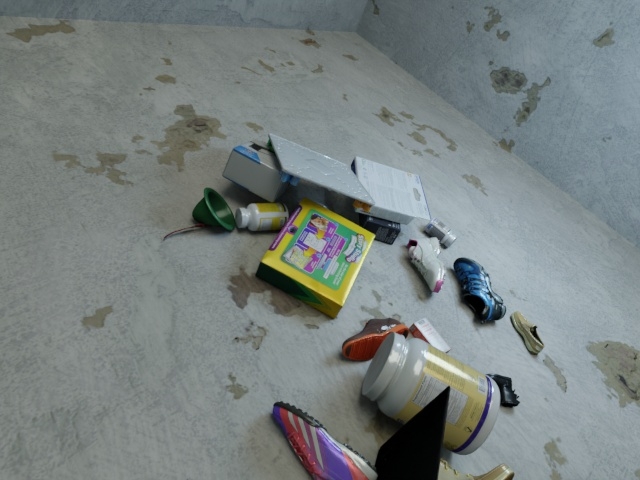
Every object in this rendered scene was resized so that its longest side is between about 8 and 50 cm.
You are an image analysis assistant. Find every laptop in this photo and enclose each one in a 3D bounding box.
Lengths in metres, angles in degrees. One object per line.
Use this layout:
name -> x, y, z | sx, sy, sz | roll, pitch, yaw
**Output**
laptop -> 0.246, 0.616, 0.953 | 0.236, 0.382, 0.408 | -14, 55, -37

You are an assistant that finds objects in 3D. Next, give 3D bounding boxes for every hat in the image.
hat -> -0.438, -0.076, 1.599 | 0.208, 0.183, 0.173 | 41, 22, -59

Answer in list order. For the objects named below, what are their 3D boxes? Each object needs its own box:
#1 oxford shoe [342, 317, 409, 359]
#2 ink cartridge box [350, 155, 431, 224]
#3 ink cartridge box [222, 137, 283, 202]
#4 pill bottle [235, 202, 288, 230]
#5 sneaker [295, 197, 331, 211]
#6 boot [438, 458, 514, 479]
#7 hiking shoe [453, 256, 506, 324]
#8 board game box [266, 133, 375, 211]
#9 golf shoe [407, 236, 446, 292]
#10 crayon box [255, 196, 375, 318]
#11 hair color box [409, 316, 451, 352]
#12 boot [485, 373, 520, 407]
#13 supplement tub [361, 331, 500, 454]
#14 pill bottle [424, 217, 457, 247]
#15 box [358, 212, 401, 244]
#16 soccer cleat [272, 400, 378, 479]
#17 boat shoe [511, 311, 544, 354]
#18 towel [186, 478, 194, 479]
oxford shoe -> 0.165, 0.318, 1.465 | 0.271, 0.097, 0.098 | -5, 30, -37
ink cartridge box -> 0.299, -0.211, 1.944 | 0.329, 0.071, 0.324 | 15, 42, -14
ink cartridge box -> -0.222, -0.292, 1.788 | 0.223, 0.129, 0.307 | 27, 23, 1
pill bottle -> -0.219, -0.088, 1.663 | 0.184, 0.103, 0.103 | -4, 49, -31
sneaker -> 0.017, -0.102, 1.820 | 0.235, 0.090, 0.095 | 32, 32, 5
boot -> 0.335, 0.592, 1.144 | 0.095, 0.262, 0.203 | 47, 8, -41
hiking shoe -> 0.623, 0.190, 1.800 | 0.132, 0.113, 0.304 | -4, 49, -31
board game box -> -0.011, -0.270, 1.751 | 0.389, 0.050, 0.390 | 17, 25, -25
golf shoe -> 0.427, 0.095, 1.817 | 0.140, 0.115, 0.306 | 10, 36, -3
crayon box -> -0.007, 0.051, 1.596 | 0.313, 0.106, 0.363 | 29, 50, 1
hair color box -> 0.385, 0.347, 1.567 | 0.071, 0.043, 0.141 | -14, 56, -37
boot -> 0.616, 0.513, 1.516 | 0.121, 0.045, 0.099 | 13, 48, -12
supplement tub -> 0.312, 0.434, 1.288 | 0.331, 0.241, 0.241 | 28, 41, 3
pill bottle -> 0.550, -0.035, 2.025 | 0.137, 0.078, 0.078 | 42, 43, 17
box -> 0.252, -0.083, 1.910 | 0.158, 0.093, 0.156 | 15, 42, -11
soccer cleat -> -0.011, 0.536, 1.128 | 0.318, 0.109, 0.116 | 33, 65, 15
boat shoe -> 0.834, 0.355, 1.768 | 0.068, 0.072, 0.190 | 4, 45, -24
towel -> -0.204, 0.698, 0.887 | 0.324, 0.056, 0.312 | 28, 41, 0
